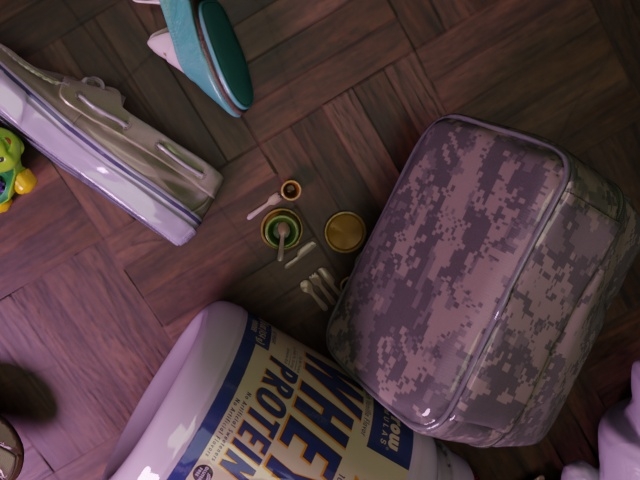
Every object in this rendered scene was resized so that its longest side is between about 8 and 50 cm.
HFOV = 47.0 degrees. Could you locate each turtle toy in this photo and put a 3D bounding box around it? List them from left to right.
[{"bbox_3d":[-0.336,-0.075,0.732,0.130,0.066,0.095,-27,104,33],"label":"turtle toy"}]

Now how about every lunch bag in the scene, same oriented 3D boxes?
[{"bbox_3d":[0.189,0.057,0.761,0.256,0.212,0.305,21,97,-37],"label":"lunch bag"}]

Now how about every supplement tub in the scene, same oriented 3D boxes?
[{"bbox_3d":[-0.030,0.235,0.758,0.324,0.235,0.235,32,96,-11],"label":"supplement tub"}]

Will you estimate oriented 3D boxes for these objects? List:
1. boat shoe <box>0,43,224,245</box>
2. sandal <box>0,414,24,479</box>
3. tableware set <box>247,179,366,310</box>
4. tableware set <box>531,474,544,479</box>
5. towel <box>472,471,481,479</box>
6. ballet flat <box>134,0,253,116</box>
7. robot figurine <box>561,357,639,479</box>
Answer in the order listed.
[{"bbox_3d":[-0.236,-0.115,0.748,0.302,0.109,0.094,39,78,-19],"label":"boat shoe"},{"bbox_3d":[-0.419,0.200,0.803,0.219,0.060,0.090,15,93,6],"label":"sandal"},{"bbox_3d":[0.000,0.000,0.824,0.104,0.024,0.154,-38,102,1],"label":"tableware set"},{"bbox_3d":[0.274,0.379,0.928,0.168,0.020,0.141,41,97,-13],"label":"tableware set"},{"bbox_3d":[0.102,0.396,0.827,0.031,0.199,0.275,34,95,8],"label":"towel"},{"bbox_3d":[-0.143,-0.238,0.745,0.087,0.083,0.248,-13,103,21],"label":"ballet flat"},{"bbox_3d":[0.423,0.312,0.840,0.299,0.200,0.354,-4,102,15],"label":"robot figurine"}]
